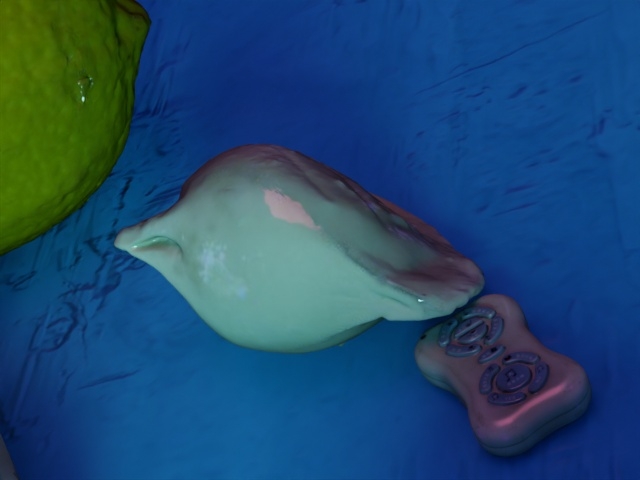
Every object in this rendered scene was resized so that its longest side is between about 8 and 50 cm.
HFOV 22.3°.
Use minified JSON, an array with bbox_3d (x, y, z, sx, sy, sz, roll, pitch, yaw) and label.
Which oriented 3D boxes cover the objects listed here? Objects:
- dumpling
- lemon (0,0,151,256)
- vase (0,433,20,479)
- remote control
[{"bbox_3d":[0.000,0.000,1.068,0.252,0.131,0.179,8,15,32],"label":"dumpling"},{"bbox_3d":[-0.311,-0.129,1.302,0.336,0.336,0.336,-19,34,13],"label":"lemon"},{"bbox_3d":[-0.272,0.137,1.048,0.165,0.165,0.360,-37,38,-14],"label":"vase"},{"bbox_3d":[0.105,0.077,0.958,0.074,0.032,0.122,-32,32,-6],"label":"remote control"}]
